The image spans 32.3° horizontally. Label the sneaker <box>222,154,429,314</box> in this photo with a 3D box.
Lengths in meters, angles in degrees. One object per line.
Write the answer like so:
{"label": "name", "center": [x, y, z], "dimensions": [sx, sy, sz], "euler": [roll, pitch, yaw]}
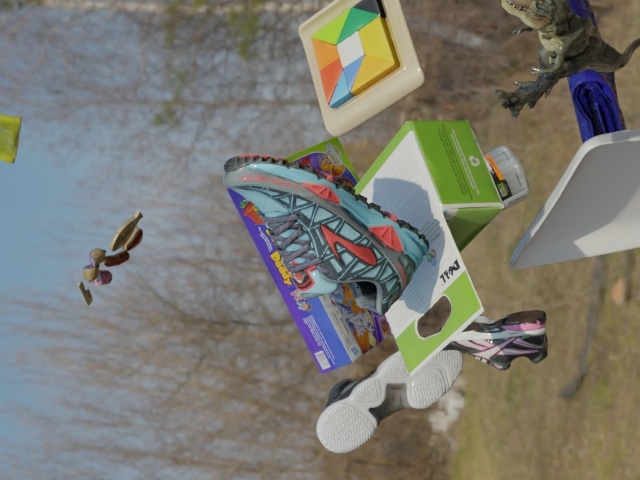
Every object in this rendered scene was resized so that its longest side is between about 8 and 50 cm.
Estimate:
{"label": "sneaker", "center": [0.000, 0.000, 1.181], "dimensions": [0.104, 0.262, 0.125], "euler": [9, 73, 63]}

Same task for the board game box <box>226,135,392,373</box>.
{"label": "board game box", "center": [0.015, 0.018, 1.868], "dimensions": [0.233, 0.078, 0.347], "euler": [-29, -88, -48]}

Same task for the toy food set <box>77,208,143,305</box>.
{"label": "toy food set", "center": [-0.263, 0.020, 1.377], "dimensions": [0.122, 0.019, 0.078], "euler": [-52, -20, -24]}

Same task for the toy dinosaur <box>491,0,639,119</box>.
{"label": "toy dinosaur", "center": [0.232, -0.174, 1.074], "dimensions": [0.118, 0.064, 0.268], "euler": [-42, -24, 26]}

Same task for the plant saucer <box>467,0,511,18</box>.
{"label": "plant saucer", "center": [0.175, -0.395, 1.503], "dimensions": [0.041, 0.278, 0.278], "euler": [-47, -1, 5]}

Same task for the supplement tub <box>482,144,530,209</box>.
{"label": "supplement tub", "center": [0.298, -0.095, 2.134], "dimensions": [0.117, 0.190, 0.117], "euler": [62, 179, 1]}

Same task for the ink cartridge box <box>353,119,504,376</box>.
{"label": "ink cartridge box", "center": [0.141, 0.010, 1.341], "dimensions": [0.189, 0.097, 0.255], "euler": [-52, 50, 50]}

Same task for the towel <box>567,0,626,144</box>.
{"label": "towel", "center": [0.425, -0.256, 1.725], "dimensions": [0.308, 0.076, 0.228], "euler": [-88, -20, -45]}

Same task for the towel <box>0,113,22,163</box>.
{"label": "towel", "center": [-0.473, -0.137, 1.285], "dimensions": [0.102, 0.237, 0.021], "euler": [131, 145, -62]}

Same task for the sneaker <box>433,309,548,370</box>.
{"label": "sneaker", "center": [0.242, 0.152, 1.577], "dimensions": [0.072, 0.178, 0.077], "euler": [-29, -72, -52]}

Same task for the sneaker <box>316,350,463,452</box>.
{"label": "sneaker", "center": [0.103, 0.243, 1.814], "dimensions": [0.101, 0.268, 0.153], "euler": [58, 173, -4]}

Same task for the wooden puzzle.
{"label": "wooden puzzle", "center": [0.066, -0.338, 1.991], "dimensions": [0.044, 0.221, 0.239], "euler": [9, -123, -52]}

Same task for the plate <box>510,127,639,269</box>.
{"label": "plate", "center": [0.399, -0.069, 1.419], "dimensions": [0.277, 0.278, 0.045], "euler": [111, 144, -55]}
